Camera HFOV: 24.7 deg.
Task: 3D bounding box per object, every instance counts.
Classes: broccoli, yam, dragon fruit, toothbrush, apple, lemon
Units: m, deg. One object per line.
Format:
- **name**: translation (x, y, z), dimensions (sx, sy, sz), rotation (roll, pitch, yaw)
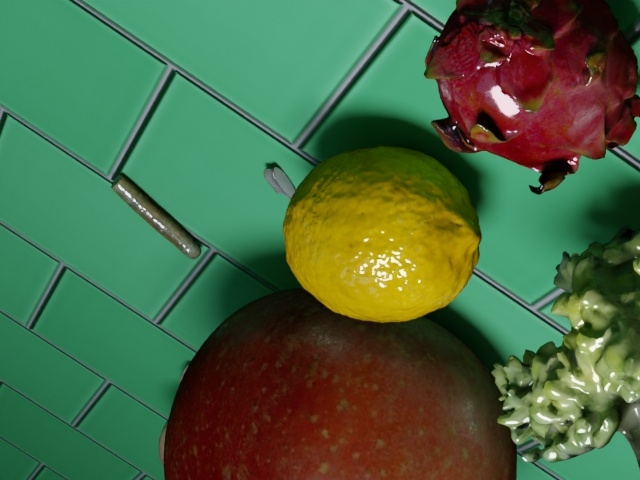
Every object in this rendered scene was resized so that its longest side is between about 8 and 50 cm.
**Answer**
- **broccoli**: translation (0.297, 0.119, 0.961), dimensions (0.293, 0.281, 0.348), rotation (37, 160, -7)
- **yam**: translation (-0.162, -0.022, 1.449), dimensions (0.116, 0.021, 0.021), rotation (45, 149, -21)
- **dragon fruit**: translation (0.136, -0.106, 0.933), dimensions (0.166, 0.136, 0.133), rotation (20, -164, -40)
- **toothbrush**: translation (0.002, 0.000, 1.336), dimensions (0.017, 0.014, 0.194), rotation (1, 140, 42)
- **apple**: translation (0.018, 0.216, 1.375), dimensions (0.348, 0.277, 0.348), rotation (20, 156, 9)
- **lemon**: translation (0.043, -0.006, 1.158), dimensions (0.187, 0.142, 0.142), rotation (1, 140, 45)

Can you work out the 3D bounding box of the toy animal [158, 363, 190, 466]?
- **toy animal**: translation (-0.077, 0.270, 1.712), dimensions (0.248, 0.149, 0.165), rotation (28, 136, 21)
